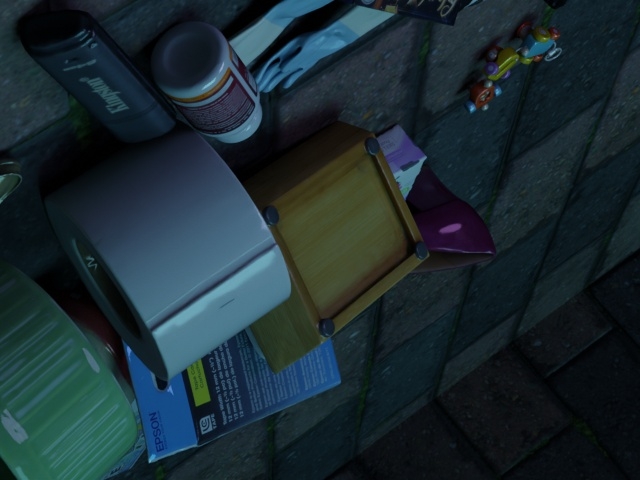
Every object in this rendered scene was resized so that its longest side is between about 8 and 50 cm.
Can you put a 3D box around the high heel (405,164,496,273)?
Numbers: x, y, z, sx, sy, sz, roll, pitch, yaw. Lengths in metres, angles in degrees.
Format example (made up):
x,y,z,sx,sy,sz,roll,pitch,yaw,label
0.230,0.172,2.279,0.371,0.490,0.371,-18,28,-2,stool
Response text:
x,y,z,sx,sy,sz,roll,pitch,yaw,label
0.082,0.051,2.402,0.377,0.181,0.127,-38,162,-6,high heel

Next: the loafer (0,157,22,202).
x,y,z,sx,sy,sz,roll,pitch,yaw,label
-0.357,-0.026,1.588,0.148,0.050,0.056,-40,162,0,loafer

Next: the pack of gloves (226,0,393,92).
x,y,z,sx,sy,sz,roll,pitch,yaw,label
-0.015,-0.254,1.756,0.232,0.046,0.195,-33,163,15,pack of gloves

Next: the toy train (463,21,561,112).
x,y,z,sx,sy,sz,roll,pitch,yaw,label
0.272,-0.258,2.273,0.166,0.046,0.125,-35,163,-5,toy train

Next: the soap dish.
x,y,z,sx,sy,sz,roll,pitch,yaw,label
0.000,0.000,2.002,0.118,0.229,0.291,-11,-161,46,soap dish

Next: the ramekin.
x,y,z,sx,sy,sz,roll,pitch,yaw,label
-0.336,0.159,1.689,0.148,0.303,0.303,-41,163,-22,ramekin

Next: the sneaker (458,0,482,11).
x,y,z,sx,sy,sz,roll,pitch,yaw,label
0.170,-0.328,1.851,0.121,0.079,0.217,-34,162,-20,sneaker

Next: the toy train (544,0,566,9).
x,y,z,sx,sy,sz,roll,pitch,yaw,label
0.342,-0.371,2.151,0.027,0.036,0.158,-31,160,-25,toy train

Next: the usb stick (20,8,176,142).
x,y,z,sx,sy,sz,roll,pitch,yaw,label
-0.213,-0.157,1.542,0.077,0.045,0.278,-7,164,10,usb stick

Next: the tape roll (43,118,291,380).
x,y,z,sx,sy,sz,roll,pitch,yaw,label
-0.169,0.010,1.729,0.169,0.246,0.246,-35,161,-16,tape roll

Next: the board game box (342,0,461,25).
x,y,z,sx,sy,sz,roll,pitch,yaw,label
0.099,-0.324,1.677,0.243,0.042,0.165,-4,113,-60,board game box

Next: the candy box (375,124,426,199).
x,y,z,sx,sy,sz,roll,pitch,yaw,label
0.048,-0.057,2.261,0.165,0.070,0.196,-29,159,-30,candy box

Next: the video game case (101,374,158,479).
x,y,z,sx,sy,sz,roll,pitch,yaw,label
-0.332,0.287,2.386,0.300,0.036,0.329,-16,151,-50,video game case

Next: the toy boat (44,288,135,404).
x,y,z,sx,sy,sz,roll,pitch,yaw,label
-0.288,0.112,1.955,0.231,0.151,0.151,82,30,-69,toy boat

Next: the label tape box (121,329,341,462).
x,y,z,sx,sy,sz,roll,pitch,yaw,label
-0.146,0.116,1.999,0.115,0.249,0.348,-9,-174,44,label tape box

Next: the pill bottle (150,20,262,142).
x,y,z,sx,sy,sz,roll,pitch,yaw,label
-0.115,-0.161,1.655,0.086,0.086,0.152,-39,153,-1,pill bottle
